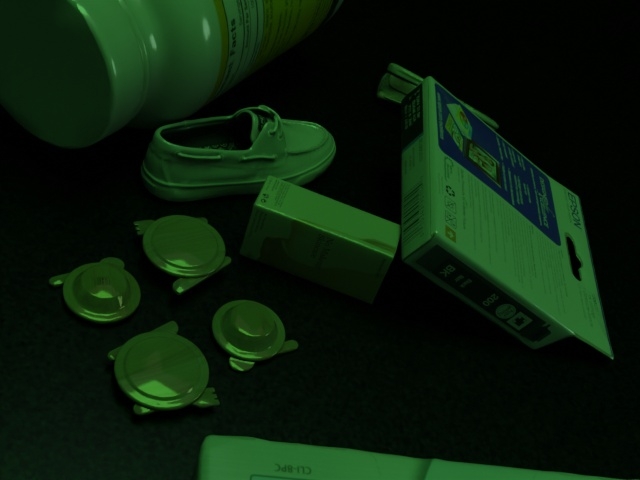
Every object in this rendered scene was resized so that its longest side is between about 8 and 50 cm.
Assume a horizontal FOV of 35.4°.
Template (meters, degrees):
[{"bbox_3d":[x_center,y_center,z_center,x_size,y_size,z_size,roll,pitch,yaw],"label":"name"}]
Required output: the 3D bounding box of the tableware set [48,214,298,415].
[{"bbox_3d":[-0.106,0.049,0.722,0.141,0.020,0.169,-21,58,-35],"label":"tableware set"}]

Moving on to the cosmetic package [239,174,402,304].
[{"bbox_3d":[0.000,0.000,0.787,0.115,0.060,0.041,20,43,1],"label":"cosmetic package"}]

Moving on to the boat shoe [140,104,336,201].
[{"bbox_3d":[-0.062,-0.082,0.844,0.184,0.063,0.066,-8,49,-28],"label":"boat shoe"}]

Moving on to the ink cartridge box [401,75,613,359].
[{"bbox_3d":[0.154,-0.013,0.852,0.208,0.045,0.206,33,37,-24],"label":"ink cartridge box"}]

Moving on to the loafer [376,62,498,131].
[{"bbox_3d":[0.114,-0.130,0.993,0.125,0.039,0.045,31,9,7],"label":"loafer"}]

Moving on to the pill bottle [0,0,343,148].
[{"bbox_3d":[-0.126,-0.212,0.861,0.188,0.188,0.334,33,43,13],"label":"pill bottle"}]

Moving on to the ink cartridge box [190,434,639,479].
[{"bbox_3d":[0.078,0.289,0.494,0.308,0.091,0.385,9,42,-13],"label":"ink cartridge box"}]
